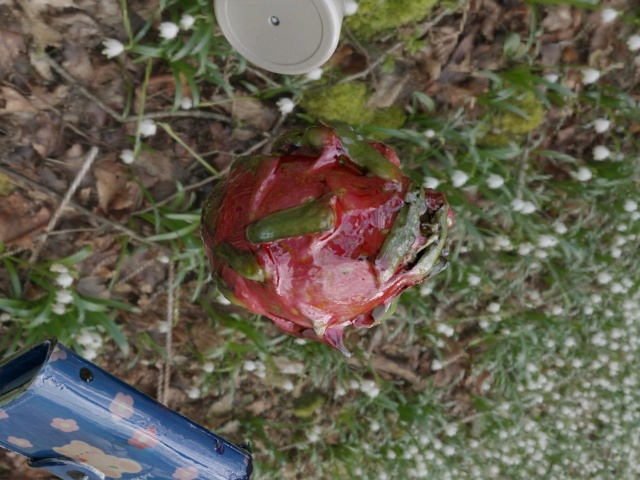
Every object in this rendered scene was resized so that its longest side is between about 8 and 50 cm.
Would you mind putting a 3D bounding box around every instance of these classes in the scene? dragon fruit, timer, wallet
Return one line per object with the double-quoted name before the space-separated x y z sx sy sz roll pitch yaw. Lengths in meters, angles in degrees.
"dragon fruit" 0.002 -0.011 0.855 0.231 0.303 0.237 49 44 -40
"timer" -0.022 -0.384 1.020 0.175 0.175 0.266 62 38 -41
"wallet" -0.169 0.159 0.573 0.202 0.141 0.059 40 43 -31
